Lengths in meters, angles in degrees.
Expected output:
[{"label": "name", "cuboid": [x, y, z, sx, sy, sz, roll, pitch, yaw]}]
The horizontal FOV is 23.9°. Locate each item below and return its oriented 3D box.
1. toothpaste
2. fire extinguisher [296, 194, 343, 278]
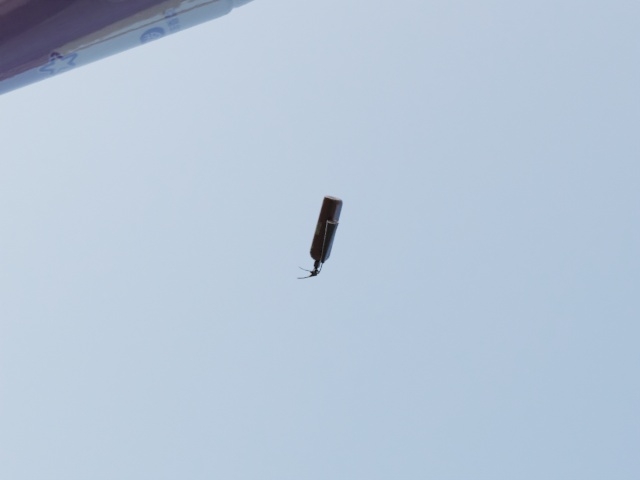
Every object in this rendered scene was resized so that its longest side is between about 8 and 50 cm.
[{"label": "toothpaste", "cuboid": [-0.186, -0.118, 0.846, 0.125, 0.371, 0.080, -118, -172, -57]}, {"label": "fire extinguisher", "cuboid": [0.006, 0.001, 1.715, 0.046, 0.032, 0.100, 24, -78, 53]}]
